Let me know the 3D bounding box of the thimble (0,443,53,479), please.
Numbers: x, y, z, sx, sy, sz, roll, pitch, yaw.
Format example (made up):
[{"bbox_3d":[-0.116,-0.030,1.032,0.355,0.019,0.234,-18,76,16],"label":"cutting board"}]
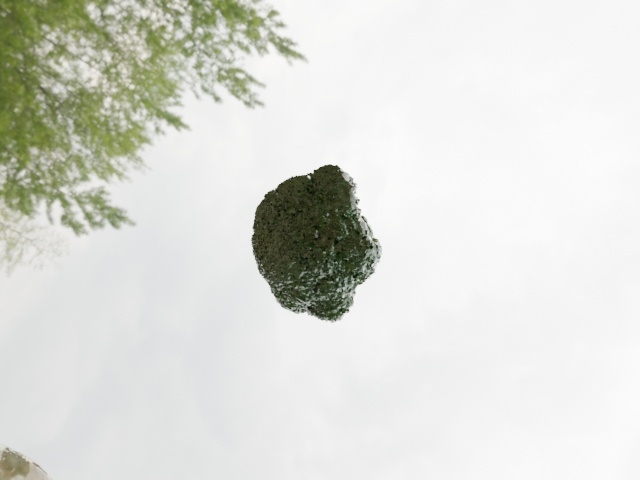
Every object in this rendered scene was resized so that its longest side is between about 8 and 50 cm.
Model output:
[{"bbox_3d":[-0.287,0.263,0.415,0.196,0.229,0.148,-11,-158,15],"label":"thimble"}]

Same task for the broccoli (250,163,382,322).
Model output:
[{"bbox_3d":[0.000,0.000,1.125,0.308,0.275,0.308,15,-70,46],"label":"broccoli"}]
